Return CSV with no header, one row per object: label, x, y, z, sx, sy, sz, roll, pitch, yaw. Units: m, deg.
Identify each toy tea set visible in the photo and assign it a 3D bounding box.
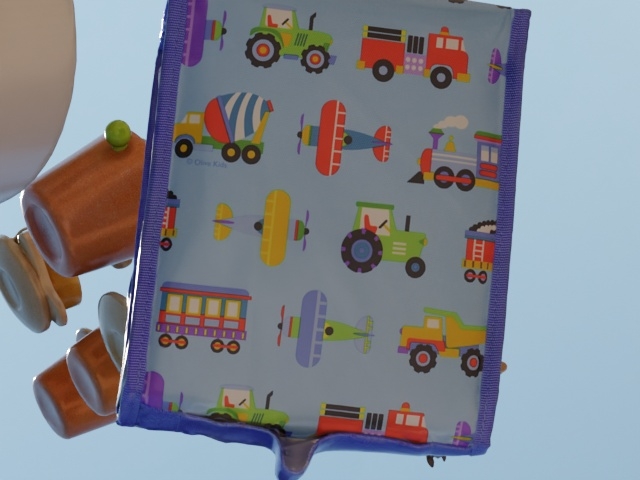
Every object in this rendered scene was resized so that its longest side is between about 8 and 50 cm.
toy tea set,-0.155,0.040,1.312,0.124,0.336,0.200,-28,-94,-26

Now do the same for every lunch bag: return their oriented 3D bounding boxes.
lunch bag,0.000,0.000,1.024,0.220,0.138,0.293,7,-109,-8

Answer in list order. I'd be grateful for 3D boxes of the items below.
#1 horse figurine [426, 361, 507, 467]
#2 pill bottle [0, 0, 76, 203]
horse figurine,0.057,0.081,1.543,0.263,0.174,0.066,43,-115,1
pill bottle,-0.286,-0.070,0.642,0.361,0.204,0.204,-12,-116,-45
